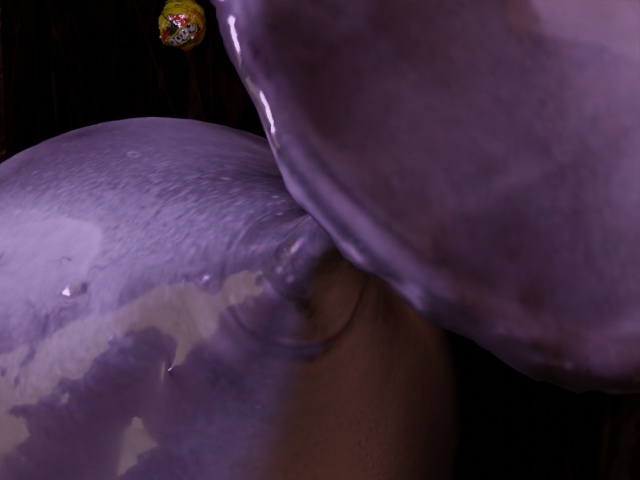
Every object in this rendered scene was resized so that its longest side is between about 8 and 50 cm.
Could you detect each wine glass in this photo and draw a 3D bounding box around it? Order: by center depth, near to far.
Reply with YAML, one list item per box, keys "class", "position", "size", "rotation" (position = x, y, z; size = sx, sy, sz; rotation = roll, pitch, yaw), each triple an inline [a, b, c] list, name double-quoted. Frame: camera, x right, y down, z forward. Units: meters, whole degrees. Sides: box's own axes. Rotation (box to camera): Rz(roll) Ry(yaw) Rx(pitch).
- class: "wine glass"
  position: [0.000, 0.000, 0.576]
  size: [0.406, 0.267, 0.267]
  rotation: [131, 135, -61]

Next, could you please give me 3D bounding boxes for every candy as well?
- class: "candy"
  position: [-0.101, -0.191, 1.290]
  size: [0.035, 0.035, 0.123]
  rotation: [90, 178, -53]
